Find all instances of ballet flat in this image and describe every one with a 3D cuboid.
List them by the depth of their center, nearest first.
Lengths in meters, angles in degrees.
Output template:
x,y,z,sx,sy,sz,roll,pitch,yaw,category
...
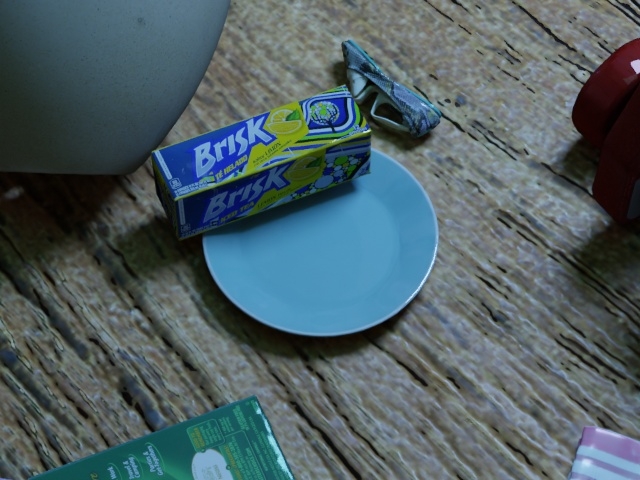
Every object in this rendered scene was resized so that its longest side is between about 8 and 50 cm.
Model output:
x,y,z,sx,sy,sz,roll,pitch,yaw,category
0.049,-0.123,1.645,0.041,0.041,0.114,-39,65,-22,ballet flat

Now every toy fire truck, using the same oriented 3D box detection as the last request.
x,y,z,sx,sy,sz,roll,pitch,yaw,category
0.337,-0.147,1.532,0.302,0.254,0.169,-33,63,-20,toy fire truck

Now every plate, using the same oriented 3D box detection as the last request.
x,y,z,sx,sy,sz,roll,pitch,yaw,category
0.000,0.000,1.573,0.188,0.024,0.188,0,57,-1,plate

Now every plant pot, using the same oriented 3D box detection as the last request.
x,y,z,sx,sy,sz,roll,pitch,yaw,category
-0.208,-0.149,1.553,0.284,0.284,0.190,2,94,1,plant pot

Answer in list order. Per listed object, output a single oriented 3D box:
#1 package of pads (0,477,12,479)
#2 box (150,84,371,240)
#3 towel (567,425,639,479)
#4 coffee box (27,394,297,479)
x,y,z,sx,sy,sz,roll,pitch,yaw,category
-0.268,0.194,1.444,0.083,0.032,0.050,10,61,6,package of pads
-0.046,-0.062,1.563,0.169,0.059,0.054,-20,57,-13,box
0.237,0.235,1.421,0.144,0.029,0.197,13,58,9,towel
-0.110,0.195,1.439,0.184,0.040,0.113,-21,59,-13,coffee box
